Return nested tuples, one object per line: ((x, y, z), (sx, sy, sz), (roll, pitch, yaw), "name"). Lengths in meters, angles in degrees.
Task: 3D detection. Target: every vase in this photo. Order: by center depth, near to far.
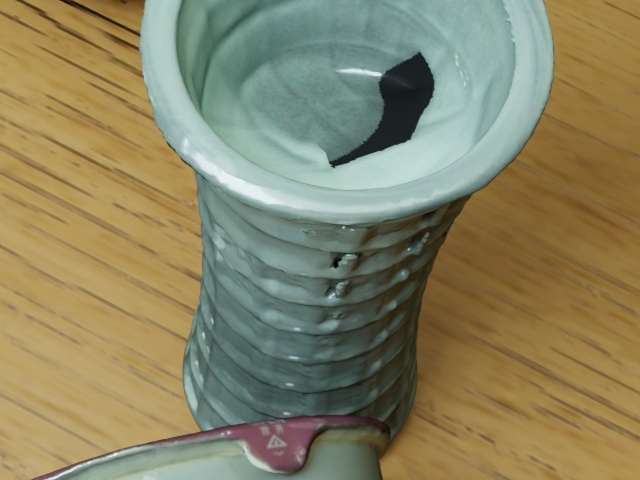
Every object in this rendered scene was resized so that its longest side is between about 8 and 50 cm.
((0.000, 0.000, 0.743), (0.143, 0.299, 0.143), (1, 62, -3), "vase")

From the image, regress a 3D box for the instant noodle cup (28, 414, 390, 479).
((-0.059, 0.186, 0.694), (0.234, 0.235, 0.178), (-14, 74, -11), "instant noodle cup")
